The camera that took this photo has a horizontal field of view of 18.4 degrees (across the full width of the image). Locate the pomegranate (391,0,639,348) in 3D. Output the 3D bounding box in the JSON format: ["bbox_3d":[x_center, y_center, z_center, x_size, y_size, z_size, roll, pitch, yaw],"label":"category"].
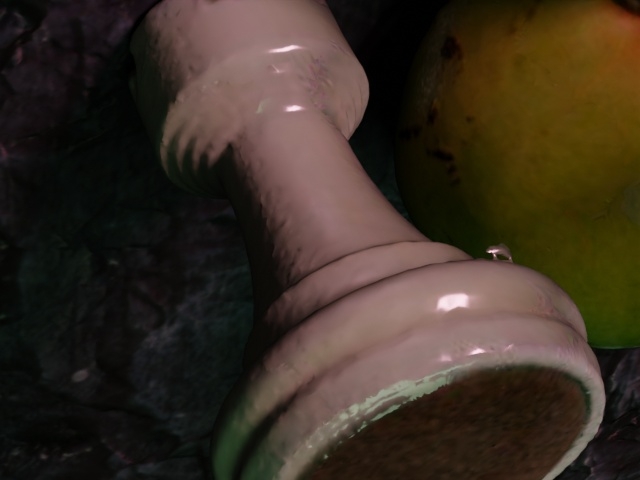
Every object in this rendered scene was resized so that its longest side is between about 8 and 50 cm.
[{"bbox_3d":[0.211,-0.038,1.182,0.309,0.216,0.358,-26,147,-6],"label":"pomegranate"}]

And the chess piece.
[{"bbox_3d":[0.000,0.000,1.014,0.194,0.299,0.195,-18,146,-13],"label":"chess piece"}]
